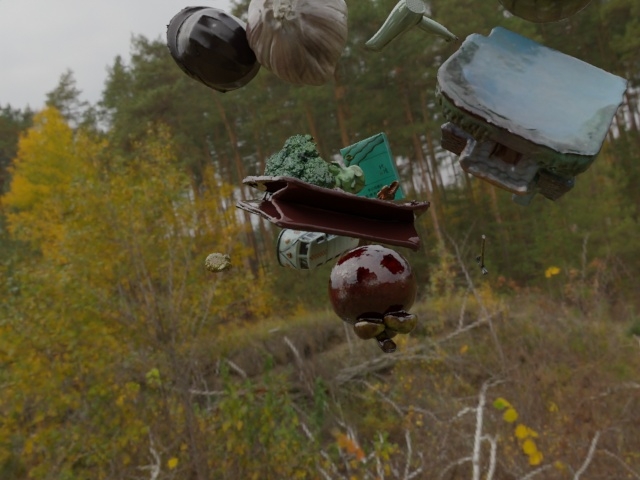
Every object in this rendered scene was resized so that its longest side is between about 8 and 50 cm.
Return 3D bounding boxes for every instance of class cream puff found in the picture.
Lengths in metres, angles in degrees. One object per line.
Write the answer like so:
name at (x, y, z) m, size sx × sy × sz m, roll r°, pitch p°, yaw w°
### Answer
cream puff at (-0.323, 0.076, 2.048) m, size 0.083 × 0.083 × 0.058 m, roll -19°, pitch -33°, yaw -7°

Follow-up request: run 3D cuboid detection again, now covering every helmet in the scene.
helmet at (-0.308, -0.584, 1.945) m, size 0.305 × 0.225 × 0.177 m, roll 27°, pitch -3°, yaw -27°

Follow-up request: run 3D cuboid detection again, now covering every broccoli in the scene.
broccoli at (-0.017, -0.137, 1.634) m, size 0.269 × 0.270 × 0.270 m, roll -15°, pitch 2°, yaw -23°

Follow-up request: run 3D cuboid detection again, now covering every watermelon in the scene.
watermelon at (0.533, -0.653, 1.500) m, size 0.278 × 0.279 × 0.359 m, roll -13°, pitch -4°, yaw 13°

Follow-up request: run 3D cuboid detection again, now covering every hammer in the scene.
hammer at (0.516, 0.038, 2.049) m, size 0.017 × 0.062 × 0.182 m, roll -19°, pitch -37°, yaw -2°

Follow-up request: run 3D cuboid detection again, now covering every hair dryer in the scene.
hair dryer at (0.276, -0.573, 1.791) m, size 0.237 × 0.076 × 0.206 m, roll 6°, pitch -22°, yaw -26°

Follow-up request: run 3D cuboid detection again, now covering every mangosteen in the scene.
mangosteen at (0.131, 0.136, 1.488) m, size 0.215 × 0.258 × 0.215 m, roll -16°, pitch -29°, yaw -9°

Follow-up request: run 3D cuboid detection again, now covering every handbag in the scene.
handbag at (0.012, -0.052, 1.059) m, size 0.259 × 0.084 × 0.275 m, roll 8°, pitch 5°, yaw -20°

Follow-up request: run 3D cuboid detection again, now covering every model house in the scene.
model house at (0.411, -0.225, 1.435) m, size 0.297 × 0.360 × 0.339 m, roll -57°, pitch -13°, yaw -30°

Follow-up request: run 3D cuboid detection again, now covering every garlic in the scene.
garlic at (-0.061, -0.598, 1.818) m, size 0.317 × 0.318 × 0.259 m, roll -13°, pitch -14°, yaw 19°

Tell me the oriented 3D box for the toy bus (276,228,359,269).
toy bus at (0.000, 0.000, 1.281) m, size 0.089 × 0.087 × 0.193 m, roll 18°, pitch 28°, yaw 34°

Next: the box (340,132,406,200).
box at (0.172, -0.220, 2.123) m, size 0.160 × 0.227 × 0.042 m, roll -18°, pitch -4°, yaw 25°

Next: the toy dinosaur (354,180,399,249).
toy dinosaur at (0.101, 0.002, 1.956) m, size 0.208 × 0.433 × 0.097 m, roll 4°, pitch 28°, yaw -42°
